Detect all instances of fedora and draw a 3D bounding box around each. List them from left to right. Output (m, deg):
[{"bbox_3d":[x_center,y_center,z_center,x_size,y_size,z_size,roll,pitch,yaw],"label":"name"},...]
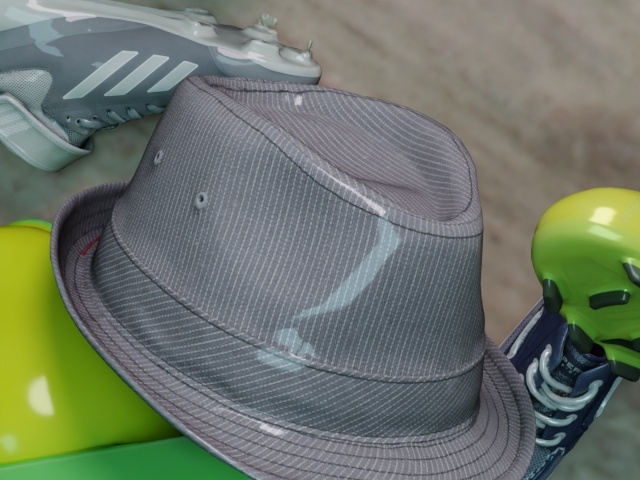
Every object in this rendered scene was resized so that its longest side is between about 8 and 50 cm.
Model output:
[{"bbox_3d":[0.000,0.000,0.862,0.244,0.275,0.124,7,114,-28],"label":"fedora"}]

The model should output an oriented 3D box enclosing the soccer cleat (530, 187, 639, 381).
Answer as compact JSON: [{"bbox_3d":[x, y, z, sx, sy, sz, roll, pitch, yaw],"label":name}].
[{"bbox_3d":[0.213,0.017,0.886,0.289,0.093,0.121,21,68,-33],"label":"soccer cleat"}]

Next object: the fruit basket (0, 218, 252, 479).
[{"bbox_3d":[-0.138,0.177,0.900,0.392,0.392,0.283,3,124,4],"label":"fruit basket"}]

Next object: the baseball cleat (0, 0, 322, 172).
[{"bbox_3d":[-0.105,-0.084,0.981,0.206,0.072,0.109,15,105,9],"label":"baseball cleat"}]

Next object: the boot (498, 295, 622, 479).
[{"bbox_3d":[0.118,0.076,0.945,0.069,0.086,0.190,32,92,4],"label":"boot"}]
